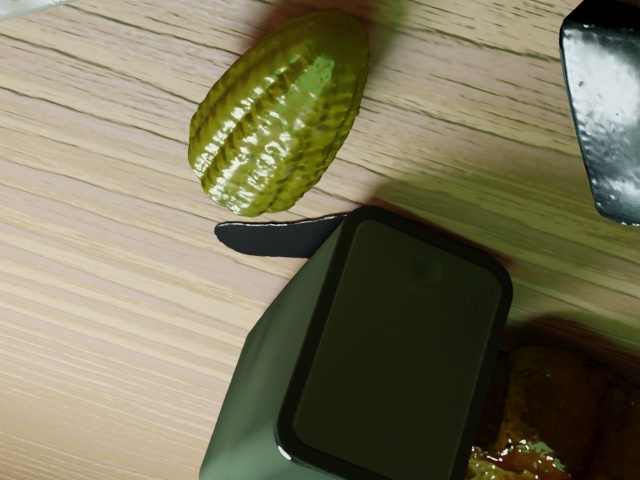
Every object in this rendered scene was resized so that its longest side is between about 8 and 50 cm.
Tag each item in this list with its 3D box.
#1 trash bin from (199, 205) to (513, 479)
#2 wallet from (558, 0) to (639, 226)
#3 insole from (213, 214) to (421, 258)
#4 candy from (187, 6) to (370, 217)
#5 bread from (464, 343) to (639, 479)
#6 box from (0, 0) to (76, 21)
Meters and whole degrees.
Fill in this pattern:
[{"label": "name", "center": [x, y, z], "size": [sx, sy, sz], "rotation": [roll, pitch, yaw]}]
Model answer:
[{"label": "trash bin", "center": [0.008, 0.136, 1.169], "size": [0.158, 0.223, 0.343], "rotation": [24, 157, -12]}, {"label": "wallet", "center": [0.317, -0.033, 0.722], "size": [0.379, 0.046, 0.191], "rotation": [17, 145, 34]}, {"label": "insole", "center": [0.000, -0.001, 1.152], "size": [0.232, 0.003, 0.080], "rotation": [-1, 147, 36]}, {"label": "candy", "center": [-0.022, -0.096, 0.885], "size": [0.106, 0.094, 0.199], "rotation": [-9, 159, -26]}, {"label": "bread", "center": [0.213, 0.186, 1.222], "size": [0.232, 0.135, 0.247], "rotation": [24, 153, -2]}, {"label": "box", "center": [-0.279, -0.241, 0.773], "size": [0.220, 0.091, 0.274], "rotation": [-5, 145, 41]}]
